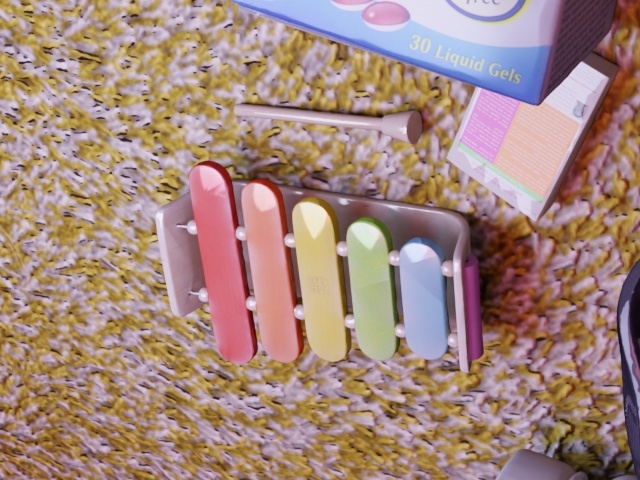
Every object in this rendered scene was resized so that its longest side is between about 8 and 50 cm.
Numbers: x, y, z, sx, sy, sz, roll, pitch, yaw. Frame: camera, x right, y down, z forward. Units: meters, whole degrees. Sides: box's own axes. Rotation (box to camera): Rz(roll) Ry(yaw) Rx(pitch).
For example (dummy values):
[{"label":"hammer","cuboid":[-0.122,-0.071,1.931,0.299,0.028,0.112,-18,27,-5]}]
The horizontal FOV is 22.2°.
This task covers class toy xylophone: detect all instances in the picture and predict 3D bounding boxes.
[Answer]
[{"label":"toy xylophone","cuboid":[0.000,0.000,1.431,0.322,0.081,0.236,1,118,31]}]

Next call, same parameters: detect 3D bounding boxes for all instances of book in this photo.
[{"label":"book","cuboid":[0.166,-0.100,1.299,0.096,0.035,0.144,33,130,15]}]

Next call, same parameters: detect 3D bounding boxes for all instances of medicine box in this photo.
[{"label":"medicine box","cuboid":[0.088,-0.283,1.155,0.263,0.149,0.289,21,128,20]}]

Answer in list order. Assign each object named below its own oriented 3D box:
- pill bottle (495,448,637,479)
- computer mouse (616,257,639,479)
[{"label":"pill bottle","cuboid":[0.302,0.321,1.358,0.361,0.204,0.204,21,127,19]},{"label":"computer mouse","cuboid":[0.289,0.131,1.284,0.188,0.072,0.272,-1,89,2]}]
